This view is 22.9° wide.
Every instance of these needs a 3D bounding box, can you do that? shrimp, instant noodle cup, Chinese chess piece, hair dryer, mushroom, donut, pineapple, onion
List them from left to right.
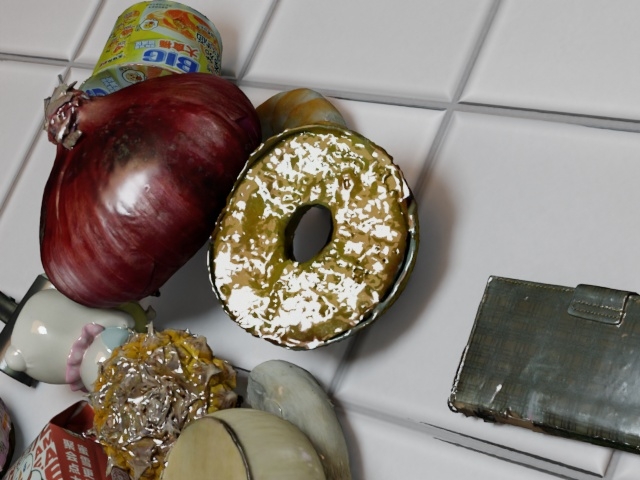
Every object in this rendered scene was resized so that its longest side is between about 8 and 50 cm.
[{"bbox_3d":[-0.437,0.083,2.291,0.248,0.078,0.195,24,80,51],"label":"hair dryer"},{"bbox_3d":[-0.246,-0.090,2.011,0.347,0.285,0.347,-43,16,16],"label":"onion"},{"bbox_3d":[-0.198,0.206,1.936,0.225,0.076,0.224,-2,82,15],"label":"pineapple"},{"bbox_3d":[-0.225,-0.228,2.218,0.205,0.205,0.153,-18,43,32],"label":"instant noodle cup"},{"bbox_3d":[-0.090,0.315,1.755,0.257,0.104,0.257,-15,72,56],"label":"Chinese chess piece"},{"bbox_3d":[-0.060,-0.114,2.081,0.287,0.068,0.185,-9,61,38],"label":"shrimp"},{"bbox_3d":[-0.014,0.229,1.824,0.092,0.081,0.223,-42,46,7],"label":"mushroom"},{"bbox_3d":[0.000,0.000,1.890,0.272,0.107,0.272,-3,80,16],"label":"donut"}]

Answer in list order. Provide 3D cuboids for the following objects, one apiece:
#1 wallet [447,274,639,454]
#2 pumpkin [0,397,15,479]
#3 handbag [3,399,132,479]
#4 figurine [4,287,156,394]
[{"bbox_3d":[0.284,0.130,1.654,0.317,0.044,0.169,7,74,45],"label":"wallet"},{"bbox_3d":[-0.530,0.307,2.153,0.260,0.189,0.260,-25,23,11],"label":"pumpkin"},{"bbox_3d":[-0.327,0.344,1.973,0.171,0.151,0.298,-46,40,17],"label":"handbag"},{"bbox_3d":[-0.276,0.147,2.071,0.235,0.127,0.155,20,33,17],"label":"figurine"}]
